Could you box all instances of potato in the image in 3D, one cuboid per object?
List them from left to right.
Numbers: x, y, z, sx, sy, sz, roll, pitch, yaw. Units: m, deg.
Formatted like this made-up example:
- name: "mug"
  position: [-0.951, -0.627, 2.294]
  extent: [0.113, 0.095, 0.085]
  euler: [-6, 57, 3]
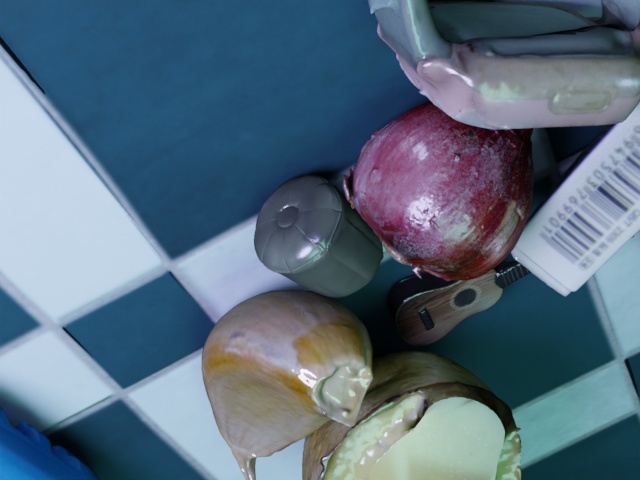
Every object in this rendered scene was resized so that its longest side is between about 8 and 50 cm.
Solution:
- name: "potato"
  position: [0.078, 0.234, 1.166]
  extent: [0.242, 0.242, 0.285]
  euler: [-5, 115, -18]

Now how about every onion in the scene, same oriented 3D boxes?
- name: "onion"
  position: [0.124, -0.062, 0.959]
  extent: [0.195, 0.159, 0.159]
  euler: [-49, 131, 6]

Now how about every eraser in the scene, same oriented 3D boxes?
- name: "eraser"
  position: [0.289, -0.078, 0.982]
  extent: [0.124, 0.081, 0.279]
  euler: [-45, 173, -46]

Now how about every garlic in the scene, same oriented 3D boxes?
- name: "garlic"
  position: [-0.039, 0.139, 1.074]
  extent: [0.145, 0.164, 0.245]
  euler: [-6, 153, -29]

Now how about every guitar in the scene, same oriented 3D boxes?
- name: "guitar"
  position: [0.200, 0.029, 1.149]
  extent: [0.271, 0.038, 0.084]
  euler: [-25, 136, 5]

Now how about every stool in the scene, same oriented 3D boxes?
- name: "stool"
  position: [0.000, 0.000, 1.006]
  extent: [0.096, 0.096, 0.110]
  euler: [-39, 139, 15]

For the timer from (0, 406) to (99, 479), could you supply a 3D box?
- name: "timer"
  position: [-0.398, 0.283, 1.096]
  extent: [0.309, 0.115, 0.340]
  euler: [-31, 135, 9]

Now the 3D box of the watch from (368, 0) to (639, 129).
- name: "watch"
  position: [0.152, -0.224, 0.835]
  extent: [0.253, 0.162, 0.241]
  euler: [-5, 120, -22]
